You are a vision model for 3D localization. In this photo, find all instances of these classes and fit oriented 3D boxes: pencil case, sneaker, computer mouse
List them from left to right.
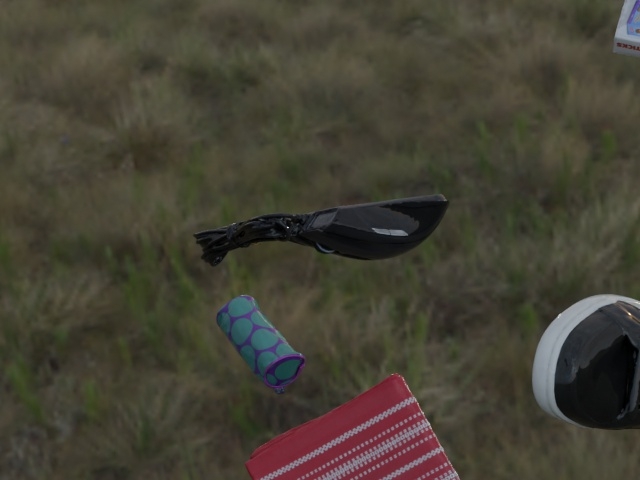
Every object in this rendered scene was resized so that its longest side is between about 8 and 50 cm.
[{"bbox_3d":[-0.081,0.138,1.889,0.070,0.064,0.152,13,24,-41],"label":"pencil case"},{"bbox_3d":[0.000,0.000,1.450,0.262,0.060,0.184,-7,-3,-39],"label":"computer mouse"},{"bbox_3d":[0.232,0.078,0.823,0.216,0.079,0.121,4,2,-45],"label":"sneaker"}]

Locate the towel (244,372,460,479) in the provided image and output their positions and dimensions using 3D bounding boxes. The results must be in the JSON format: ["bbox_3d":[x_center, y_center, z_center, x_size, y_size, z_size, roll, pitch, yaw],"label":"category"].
[{"bbox_3d":[0.062,0.299,1.452,0.198,0.275,0.031,-30,-15,6],"label":"towel"}]

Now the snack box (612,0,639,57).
[{"bbox_3d":[0.291,-0.222,1.145,0.064,0.022,0.178,14,60,14],"label":"snack box"}]
